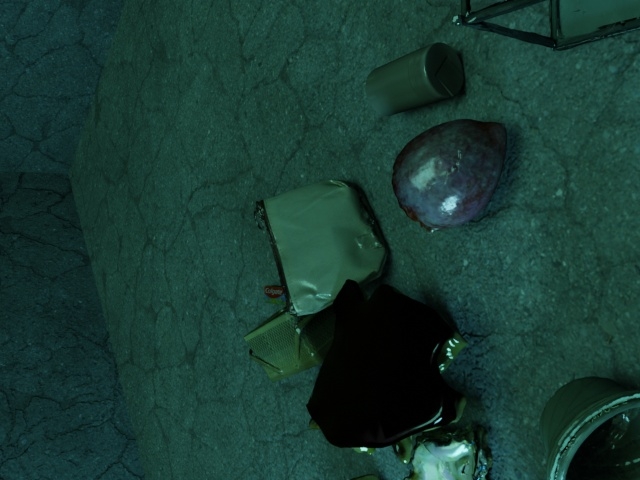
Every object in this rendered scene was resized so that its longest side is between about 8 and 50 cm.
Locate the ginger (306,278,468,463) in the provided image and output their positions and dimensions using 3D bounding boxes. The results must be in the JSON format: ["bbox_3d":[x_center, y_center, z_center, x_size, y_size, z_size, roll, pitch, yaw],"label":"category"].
[{"bbox_3d":[0.156,0.271,1.360,0.413,0.211,0.359,-9,66,45],"label":"ginger"}]

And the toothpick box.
[{"bbox_3d":[0.189,-0.324,1.331,0.180,0.111,0.111,-6,87,54],"label":"toothpick box"}]

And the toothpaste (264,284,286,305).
[{"bbox_3d":[-0.084,0.140,1.766,0.193,0.044,0.070,0,90,53],"label":"toothpaste"}]

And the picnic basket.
[{"bbox_3d":[-0.054,0.229,1.599,0.139,0.165,0.266,56,139,0],"label":"picnic basket"}]

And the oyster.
[{"bbox_3d":[0.254,0.461,1.299,0.198,0.092,0.260,46,135,42],"label":"oyster"}]

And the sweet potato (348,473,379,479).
[{"bbox_3d":[0.126,0.712,1.427,0.158,0.157,0.370,-48,54,42],"label":"sweet potato"}]

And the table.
[{"bbox_3d":[0.397,-0.429,0.917,0.335,0.272,0.223,0,92,53],"label":"table"}]

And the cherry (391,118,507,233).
[{"bbox_3d":[0.246,-0.134,1.221,0.249,0.175,0.192,-40,32,31],"label":"cherry"}]

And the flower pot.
[{"bbox_3d":[0.424,0.296,0.983,0.141,0.235,0.236,-114,35,-66],"label":"flower pot"}]

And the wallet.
[{"bbox_3d":[-0.002,-0.001,1.517,0.274,0.068,0.336,-22,62,5],"label":"wallet"}]
